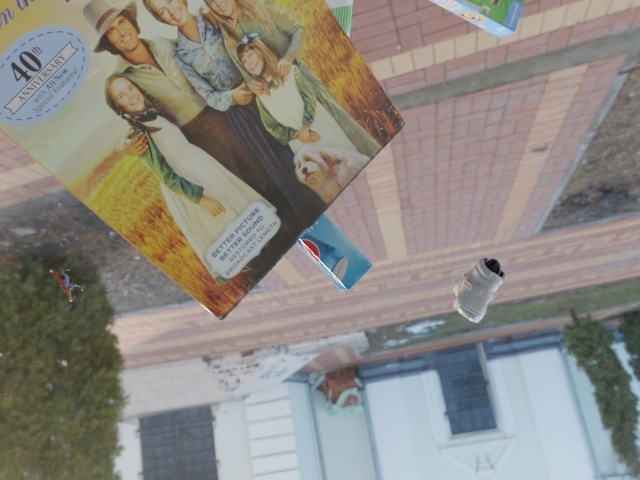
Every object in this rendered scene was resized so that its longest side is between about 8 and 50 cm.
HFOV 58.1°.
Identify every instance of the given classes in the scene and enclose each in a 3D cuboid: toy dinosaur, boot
[{"bbox_3d":[-0.634,0.112,1.428,0.047,0.082,0.090,-4,175,45],"label":"toy dinosaur"},{"bbox_3d":[0.368,0.096,1.303,0.123,0.095,0.258,-58,174,15],"label":"boot"}]

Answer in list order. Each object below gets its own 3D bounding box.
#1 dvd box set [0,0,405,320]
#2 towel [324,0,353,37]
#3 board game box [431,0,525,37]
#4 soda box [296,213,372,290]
[{"bbox_3d":[-0.134,-0.164,0.539,0.420,0.307,0.062,49,169,-30],"label":"dvd box set"},{"bbox_3d":[-0.035,-0.634,1.487,0.248,0.038,0.324,-13,135,-10],"label":"towel"},{"bbox_3d":[0.172,-0.367,0.700,0.212,0.160,0.039,16,-177,-23],"label":"board game box"},{"bbox_3d":[0.000,0.000,1.120,0.071,0.210,0.067,-44,-178,-13],"label":"soda box"}]
